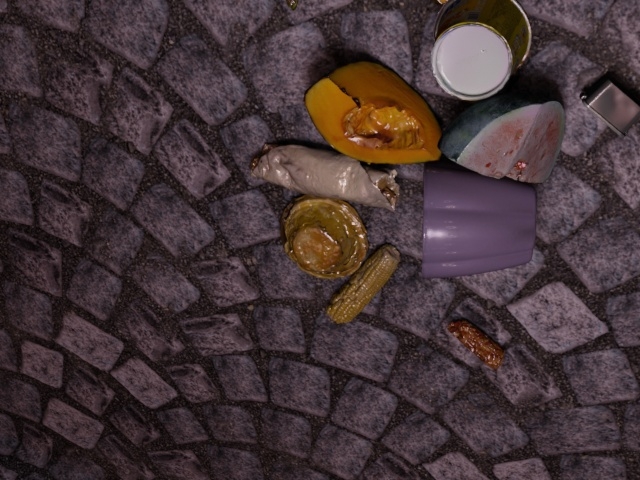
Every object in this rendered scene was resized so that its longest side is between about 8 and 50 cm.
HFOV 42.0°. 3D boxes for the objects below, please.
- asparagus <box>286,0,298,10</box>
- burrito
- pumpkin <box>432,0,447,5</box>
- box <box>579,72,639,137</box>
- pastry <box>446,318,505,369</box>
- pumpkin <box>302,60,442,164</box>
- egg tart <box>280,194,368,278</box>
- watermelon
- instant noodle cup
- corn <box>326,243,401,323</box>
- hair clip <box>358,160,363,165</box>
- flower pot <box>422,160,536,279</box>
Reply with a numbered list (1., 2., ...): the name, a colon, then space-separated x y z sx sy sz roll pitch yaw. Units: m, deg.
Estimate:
1. asparagus: -0.081 -0.540 1.776 0.021 0.025 0.108 -20 114 41
2. burrito: 0.002 -0.157 1.935 0.392 0.076 0.117 15 114 27
3. pumpkin: 0.295 -0.558 1.568 0.247 0.126 0.131 -26 103 13
4. box: 0.586 -0.274 1.666 0.122 0.084 0.069 38 118 -7
5. pastry: 0.396 0.254 2.101 0.169 0.087 0.063 41 94 -9
6. pumpkin: 0.113 -0.271 1.827 0.312 0.148 0.169 36 145 -12
7. egg tart: 0.000 0.000 2.069 0.240 0.106 0.241 10 122 17
8. watermelon: 0.369 -0.232 1.702 0.175 0.321 0.188 35 107 30
9. instant noodle cup: 0.311 -0.382 1.652 0.204 0.153 0.205 9 124 14
10. corn: 0.104 0.118 2.118 0.086 0.086 0.288 35 127 -5
11. hair clip: 0.079 -0.227 1.923 0.083 0.048 0.275 17 123 22
12. flower pot: 0.340 -0.043 1.826 0.243 0.265 0.265 2 124 4
